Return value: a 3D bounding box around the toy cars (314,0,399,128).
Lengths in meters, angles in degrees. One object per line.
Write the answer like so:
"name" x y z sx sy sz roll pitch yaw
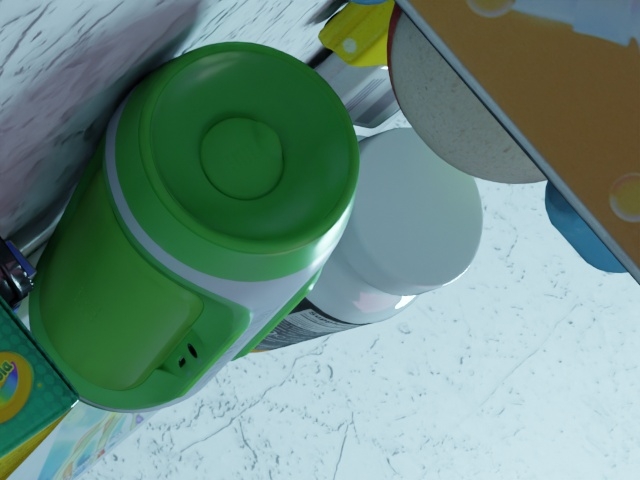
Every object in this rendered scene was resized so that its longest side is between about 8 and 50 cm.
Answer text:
"toy cars" 0.069 -0.144 1.291 0.176 0.087 0.394 -40 179 -9

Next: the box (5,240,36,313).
"box" -0.206 0.045 0.997 0.081 0.028 0.136 -40 -179 -21

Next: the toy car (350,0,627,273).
"toy car" 0.105 -0.149 0.808 0.210 0.219 0.238 -41 -152 10

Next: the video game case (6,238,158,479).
"video game case" -0.161 0.079 1.220 0.329 0.036 0.300 -41 160 -6

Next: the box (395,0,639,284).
"box" 0.168 -0.073 0.564 0.215 0.345 0.168 -41 179 7

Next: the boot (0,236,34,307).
"boot" -0.189 0.035 0.831 0.099 0.045 0.121 -34 176 -14

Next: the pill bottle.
"pill bottle" 0.000 0.000 1.476 0.162 0.162 0.278 -40 -168 -34

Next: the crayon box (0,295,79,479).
"crayon box" -0.240 0.130 0.689 0.165 0.081 0.278 -44 174 37

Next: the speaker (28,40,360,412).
"speaker" -0.077 0.005 0.935 0.131 0.131 0.296 -40 177 -27
